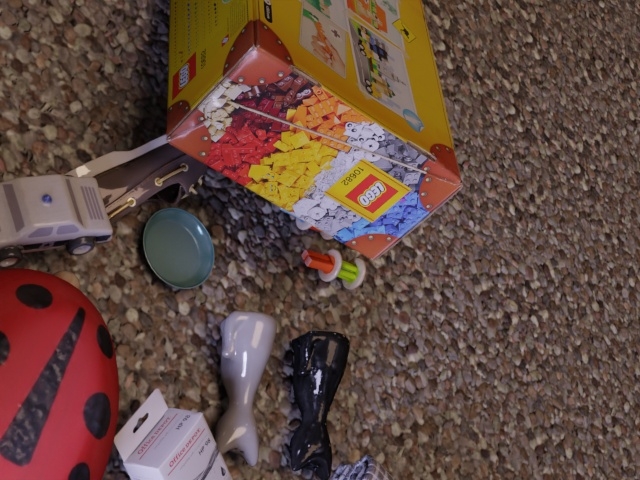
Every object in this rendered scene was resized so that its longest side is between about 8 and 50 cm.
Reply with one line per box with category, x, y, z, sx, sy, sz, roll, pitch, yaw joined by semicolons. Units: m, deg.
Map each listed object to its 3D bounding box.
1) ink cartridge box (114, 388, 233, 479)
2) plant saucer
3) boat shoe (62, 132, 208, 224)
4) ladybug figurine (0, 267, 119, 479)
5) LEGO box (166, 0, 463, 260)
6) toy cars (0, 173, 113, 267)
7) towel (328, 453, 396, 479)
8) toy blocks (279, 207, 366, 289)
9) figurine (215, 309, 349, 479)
ink cartridge box;-0.181;0.287;1.535;0.104;0.060;0.180;-51;133;-41
plant saucer;-0.203;0.013;1.701;0.119;0.021;0.119;17;63;-37
boat shoe;-0.223;-0.091;1.663;0.324;0.117;0.096;-28;93;-40
ladybug figurine;-0.365;0.211;1.377;0.305;0.162;0.449;34;53;-27
LEGO box;-0.018;-0.275;1.760;0.372;0.193;0.500;30;35;-30
toy cars;-0.424;-0.088;1.438;0.394;0.087;0.176;29;53;-12
towel;0.062;0.475;1.681;0.235;0.121;0.283;50;48;-14
toy blocks;0.000;0.000;1.867;0.148;0.054;0.123;22;59;-34
figurine;-0.061;0.221;1.705;0.215;0.092;0.209;18;66;-35
